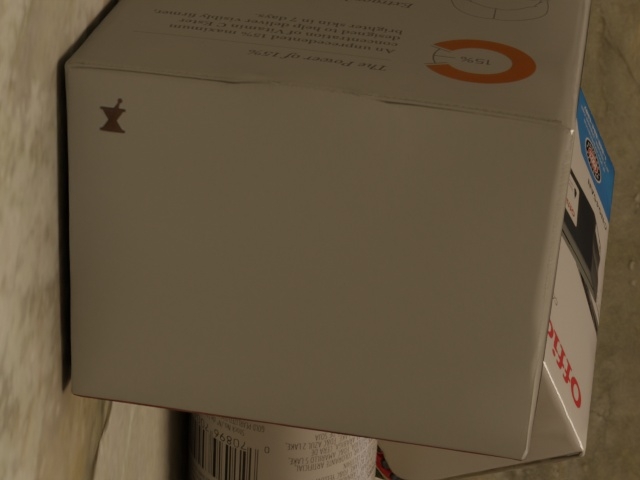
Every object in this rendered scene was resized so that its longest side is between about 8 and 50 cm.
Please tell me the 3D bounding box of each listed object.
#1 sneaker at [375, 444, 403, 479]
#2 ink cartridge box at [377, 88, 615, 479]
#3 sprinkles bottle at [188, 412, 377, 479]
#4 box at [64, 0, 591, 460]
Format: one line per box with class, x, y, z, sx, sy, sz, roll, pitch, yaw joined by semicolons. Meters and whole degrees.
sneaker;0.051;0.087;1.734;0.112;0.121;0.299;2;-84;62
ink cartridge box;0.123;-0.031;1.536;0.285;0.166;0.395;62;27;-31
sprinkles bottle;-0.024;0.155;1.122;0.121;0.121;0.355;-70;165;-60
box;0.023;-0.063;0.913;0.345;0.215;0.168;-67;163;-62
